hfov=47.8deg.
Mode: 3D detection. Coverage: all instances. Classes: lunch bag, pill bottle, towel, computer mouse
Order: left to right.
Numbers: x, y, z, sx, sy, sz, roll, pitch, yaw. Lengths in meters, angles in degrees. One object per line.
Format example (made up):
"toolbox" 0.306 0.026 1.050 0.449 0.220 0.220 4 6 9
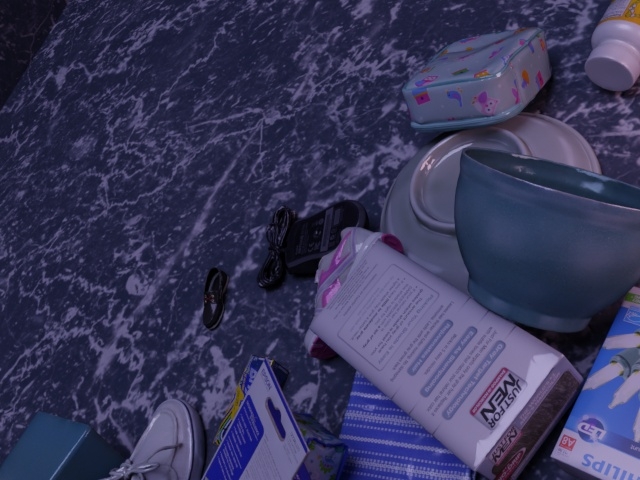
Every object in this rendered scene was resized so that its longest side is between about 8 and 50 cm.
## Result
"lunch bag" -0.037 0.355 1.112 0.129 0.096 0.151 18 87 61
"computer mouse" 0.000 0.000 1.398 0.272 0.072 0.189 -15 52 42
"towel" 0.133 0.286 1.103 0.243 0.040 0.336 -3 57 35
"lunch bag" 0.285 -0.294 1.321 0.224 0.108 0.279 -4 28 38
"pill bottle" 0.541 -0.364 1.241 0.117 0.117 0.208 21 72 43

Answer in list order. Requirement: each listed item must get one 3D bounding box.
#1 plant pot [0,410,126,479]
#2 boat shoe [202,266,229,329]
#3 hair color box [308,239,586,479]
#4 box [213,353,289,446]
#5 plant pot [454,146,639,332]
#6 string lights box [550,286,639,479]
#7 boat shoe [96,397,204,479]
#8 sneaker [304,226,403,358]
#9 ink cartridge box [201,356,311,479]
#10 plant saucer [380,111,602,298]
"plant pot" -0.483 0.460 1.285 0.165 0.166 0.234 2 46 37
"boat shoe" -0.222 0.118 1.482 0.049 0.042 0.133 -10 54 27
"hair color box" 0.169 0.165 1.059 0.185 0.113 0.374 -52 43 -3
"box" -0.120 0.290 1.265 0.054 0.059 0.169 5 62 35
"plant pot" 0.313 0.005 0.999 0.293 0.293 0.196 30 113 45
"string lights box" 0.420 0.201 0.933 0.133 0.077 0.260 17 69 42
"boat shoe" -0.311 0.429 1.228 0.135 0.156 0.367 -10 54 30
"sneaker" 0.041 0.086 1.253 0.111 0.103 0.252 35 97 47
"ink cartridge box" -0.102 0.367 1.068 0.371 0.069 0.176 -65 36 27
"plant saucer" 0.267 -0.085 1.242 0.400 0.100 0.400 -19 48 23
